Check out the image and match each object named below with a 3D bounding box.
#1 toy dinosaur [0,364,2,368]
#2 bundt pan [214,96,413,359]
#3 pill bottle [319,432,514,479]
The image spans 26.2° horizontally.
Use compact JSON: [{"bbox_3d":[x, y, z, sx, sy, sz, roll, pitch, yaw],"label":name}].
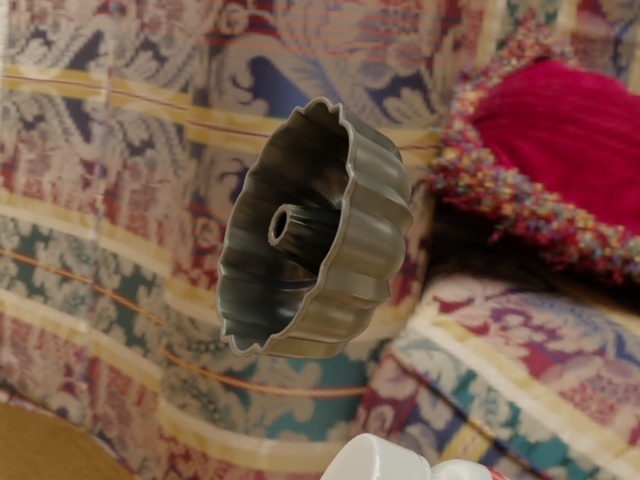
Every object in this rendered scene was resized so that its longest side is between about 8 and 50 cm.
[{"bbox_3d":[-0.526,0.131,1.631,0.218,0.322,0.164,-8,62,-48],"label":"toy dinosaur"},{"bbox_3d":[0.000,0.000,1.677,0.124,0.331,0.331,20,85,-26],"label":"bundt pan"},{"bbox_3d":[0.129,0.256,0.985,0.283,0.161,0.161,27,80,-11],"label":"pill bottle"}]
